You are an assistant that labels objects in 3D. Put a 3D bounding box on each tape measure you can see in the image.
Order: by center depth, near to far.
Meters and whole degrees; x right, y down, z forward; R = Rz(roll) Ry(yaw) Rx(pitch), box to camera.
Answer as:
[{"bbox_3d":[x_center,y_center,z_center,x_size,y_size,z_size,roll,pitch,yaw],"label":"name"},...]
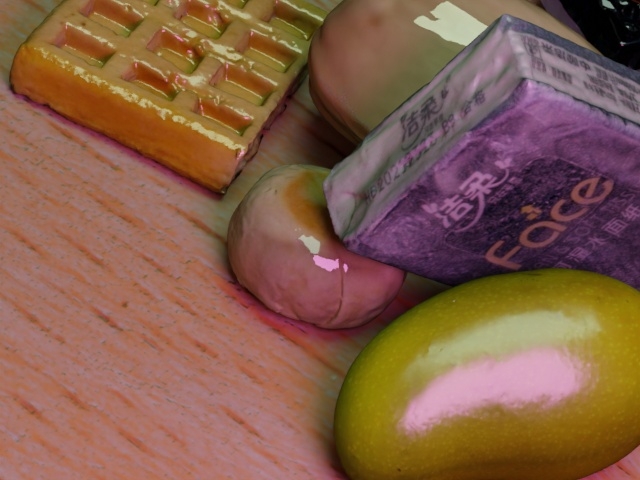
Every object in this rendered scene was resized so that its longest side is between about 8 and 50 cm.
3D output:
[{"bbox_3d":[0.314,-0.238,1.968,0.181,0.107,0.182,-8,54,-23],"label":"tape measure"}]

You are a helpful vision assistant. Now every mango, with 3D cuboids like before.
[{"bbox_3d":[0.146,0.115,1.564,0.293,0.143,0.175,-14,88,-17],"label":"mango"}]

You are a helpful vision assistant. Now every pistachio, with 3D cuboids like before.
[{"bbox_3d":[0.142,-0.125,1.741,0.318,0.193,0.214,23,50,-4],"label":"pistachio"}]

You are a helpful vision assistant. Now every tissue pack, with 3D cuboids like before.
[{"bbox_3d":[0.194,-0.044,1.600,0.315,0.228,0.103,19,42,-35],"label":"tissue pack"}]

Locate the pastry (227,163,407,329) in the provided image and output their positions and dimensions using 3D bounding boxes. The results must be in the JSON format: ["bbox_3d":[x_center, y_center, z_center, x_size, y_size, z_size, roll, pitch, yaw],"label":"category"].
[{"bbox_3d":[0.000,0.000,1.648,0.156,0.092,0.156,17,41,-15],"label":"pastry"}]

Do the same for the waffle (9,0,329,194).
[{"bbox_3d":[-0.127,-0.174,1.776,0.221,0.055,0.248,27,46,4],"label":"waffle"}]
